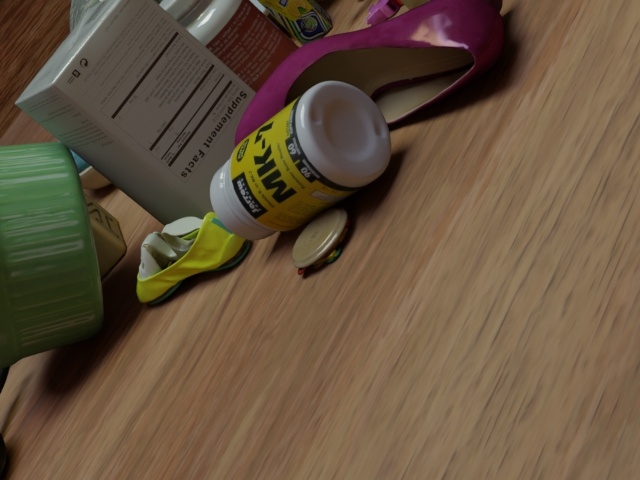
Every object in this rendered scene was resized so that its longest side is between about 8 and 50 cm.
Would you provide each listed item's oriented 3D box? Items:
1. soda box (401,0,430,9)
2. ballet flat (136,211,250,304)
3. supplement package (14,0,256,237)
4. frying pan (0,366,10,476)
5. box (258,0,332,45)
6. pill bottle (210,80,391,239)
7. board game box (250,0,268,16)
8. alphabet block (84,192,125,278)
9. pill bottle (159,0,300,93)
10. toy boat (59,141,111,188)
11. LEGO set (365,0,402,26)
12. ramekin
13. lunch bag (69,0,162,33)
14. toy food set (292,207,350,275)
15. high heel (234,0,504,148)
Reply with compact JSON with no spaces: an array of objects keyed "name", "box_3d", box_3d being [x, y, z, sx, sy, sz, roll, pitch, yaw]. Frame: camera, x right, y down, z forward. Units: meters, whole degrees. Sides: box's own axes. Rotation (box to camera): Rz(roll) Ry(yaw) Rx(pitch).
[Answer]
[{"name":"soda box","box_3d":[0.093,-0.357,1.556,0.061,0.181,0.058,-28,30,43]},{"name":"ballet flat","box_3d":[-0.178,0.015,1.584,0.231,0.077,0.077,-24,33,47]},{"name":"supplement package","box_3d":[-0.210,-0.159,1.645,0.175,0.293,0.177,-56,22,-19]},{"name":"frying pan","box_3d":[-0.485,0.304,1.715,0.197,0.053,0.326,-44,20,10]},{"name":"box","box_3d":[-0.059,-0.365,1.878,0.054,0.169,0.059,-41,22,17]},{"name":"pill bottle","box_3d":[-0.028,-0.080,1.393,0.208,0.119,0.119,-32,26,49]},{"name":"board game box","box_3d":[-0.056,-0.515,2.079,0.390,0.050,0.390,-49,31,34]},{"name":"alphabet block","box_3d":[-0.440,-0.003,1.952,0.192,0.197,0.193,-47,21,5]},{"name":"pill bottle","box_3d":[-0.123,-0.280,1.790,0.121,0.216,0.121,-39,23,21]},{"name":"toy boat","box_3d":[-0.441,-0.138,2.251,0.318,0.148,0.267,-52,22,-11]},{"name":"LEGO set","box_3d":[0.044,-0.358,1.783,0.093,0.087,0.227,-45,20,7]},{"name":"ramekin","box_3d":[-0.391,0.010,1.709,0.148,0.303,0.303,-11,15,-15]},{"name":"lunch bag","box_3d":[-0.296,-0.312,2.031,0.213,0.256,0.305,-21,26,-4]},{"name":"toy food set","box_3d":[0.000,0.000,1.346,0.083,0.020,0.082,-21,34,49]},{"name":"high heel","box_3d":[0.034,-0.163,1.403,0.377,0.127,0.181,-33,17,28]}]
